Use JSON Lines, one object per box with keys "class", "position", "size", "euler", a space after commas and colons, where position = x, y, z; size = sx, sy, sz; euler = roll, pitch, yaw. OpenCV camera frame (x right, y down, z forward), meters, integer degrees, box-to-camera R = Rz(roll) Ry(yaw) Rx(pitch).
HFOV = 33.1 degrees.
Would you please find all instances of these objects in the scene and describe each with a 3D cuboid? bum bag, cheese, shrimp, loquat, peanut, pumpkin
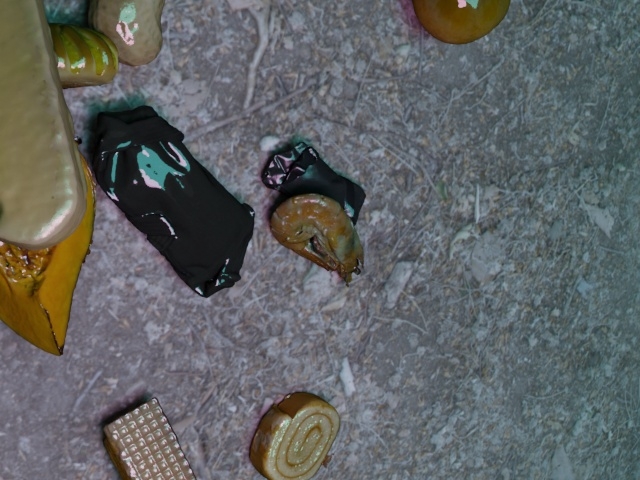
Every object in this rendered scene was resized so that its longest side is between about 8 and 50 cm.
{"class": "bum bag", "position": [0.000, -0.074, 1.610], "size": [0.198, 0.049, 0.087], "euler": [37, 88, -39]}
{"class": "cheese", "position": [-0.459, -0.151, 1.183], "size": [0.384, 0.104, 0.383], "euler": [1, 84, -8]}
{"class": "shrimp", "position": [0.000, -0.001, 1.620], "size": [0.217, 0.115, 0.051], "euler": [55, 31, -47]}
{"class": "loquat", "position": [0.213, -0.369, 1.622], "size": [0.163, 0.137, 0.163], "euler": [3, 85, -46]}
{"class": "bum bag", "position": [-0.197, -0.060, 1.467], "size": [0.142, 0.080, 0.326], "euler": [-48, 127, -15]}
{"class": "peanut", "position": [-0.244, -0.334, 1.358], "size": [0.104, 0.086, 0.227], "euler": [-12, 108, -41]}
{"class": "pumpkin", "position": [-0.358, -0.013, 1.368], "size": [0.163, 0.111, 0.278], "euler": [-41, 123, -49]}

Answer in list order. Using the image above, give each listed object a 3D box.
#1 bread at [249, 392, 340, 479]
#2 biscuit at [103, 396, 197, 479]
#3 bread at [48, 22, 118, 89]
{"class": "bread", "position": [-0.040, 0.309, 1.671], "size": [0.122, 0.073, 0.149], "euler": [29, 86, -34]}
{"class": "biscuit", "position": [-0.193, 0.411, 1.532], "size": [0.094, 0.054, 0.378], "euler": [-29, 94, -28]}
{"class": "bread", "position": [-0.335, -0.221, 1.304], "size": [0.157, 0.094, 0.083], "euler": [-1, 102, 12]}
